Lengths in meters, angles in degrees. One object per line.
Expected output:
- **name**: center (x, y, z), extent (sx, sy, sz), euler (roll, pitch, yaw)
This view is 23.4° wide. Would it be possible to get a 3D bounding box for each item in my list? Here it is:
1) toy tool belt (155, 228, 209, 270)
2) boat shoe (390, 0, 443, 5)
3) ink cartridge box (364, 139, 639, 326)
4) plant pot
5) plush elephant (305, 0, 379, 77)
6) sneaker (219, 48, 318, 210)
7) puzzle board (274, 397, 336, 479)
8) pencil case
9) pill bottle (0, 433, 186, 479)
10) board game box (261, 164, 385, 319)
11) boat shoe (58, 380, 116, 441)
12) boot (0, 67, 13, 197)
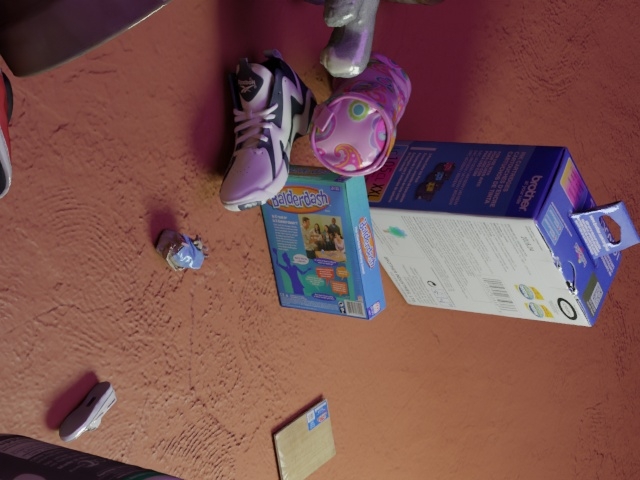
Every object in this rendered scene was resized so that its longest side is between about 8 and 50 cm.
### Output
- **toy tool belt**: center (-0.173, 0.017, 2.020), extent (0.083, 0.051, 0.052), euler (37, 67, -50)
- **boat shoe**: center (0.150, -0.526, 2.317), extent (0.122, 0.110, 0.341), euler (8, 92, -42)
- **ink cartridge box**: center (0.273, -0.012, 2.322), extent (0.270, 0.396, 0.151), euler (55, 54, -43)
- **plant pot**: center (-0.271, -0.375, 1.647), extent (0.323, 0.323, 0.280), euler (-49, 116, -37)
- **plush elephant**: center (-0.046, -0.402, 1.983), extent (0.271, 0.256, 0.330), euler (-102, -157, -45)
- **sneaker**: center (-0.090, -0.162, 2.067), extent (0.235, 0.094, 0.153), euler (-55, 134, -33)
- **puzzle board**: center (-0.024, 0.304, 2.301), extent (0.128, 0.011, 0.096), euler (-31, 119, -47)
- **pencil case**: center (0.056, -0.181, 2.151), extent (0.284, 0.124, 0.124), euler (-70, 154, -68)
- **pill bottle**: center (-0.299, 0.318, 1.641), extent (0.204, 0.361, 0.204), euler (-11, 104, -52)
- **board game box**: center (0.000, 0.000, 2.158), extent (0.047, 0.160, 0.210), euler (-35, 123, -45)
- **boat shoe**: center (-0.286, 0.220, 1.918), extent (0.100, 0.035, 0.035), euler (-55, 133, -42)
- **boot**: center (-0.373, -0.186, 1.631), extent (0.176, 0.088, 0.244), euler (-99, -174, -50)
